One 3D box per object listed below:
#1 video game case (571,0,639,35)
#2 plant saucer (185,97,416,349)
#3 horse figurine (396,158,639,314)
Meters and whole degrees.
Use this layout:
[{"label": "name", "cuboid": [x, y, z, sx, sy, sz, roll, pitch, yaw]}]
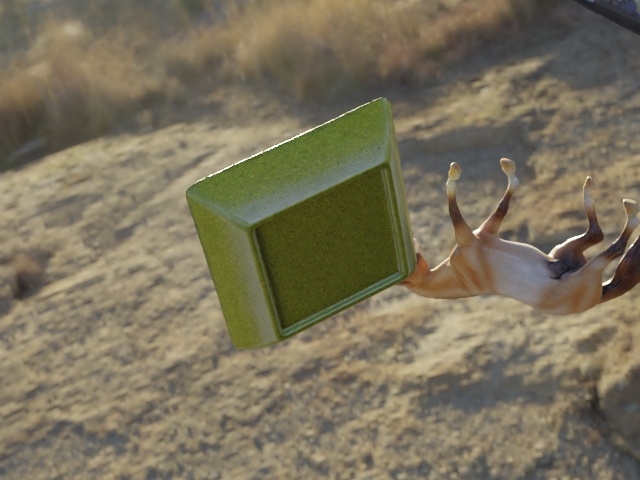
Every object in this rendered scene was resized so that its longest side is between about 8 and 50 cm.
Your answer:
[{"label": "video game case", "cuboid": [0.173, -0.218, 0.584, 0.035, 0.275, 0.248, -16, 30, -15]}, {"label": "plant saucer", "cuboid": [0.000, 0.000, 1.065, 0.188, 0.188, 0.045, -26, 42, -14]}, {"label": "horse figurine", "cuboid": [0.210, 0.011, 1.259, 0.263, 0.175, 0.066, 11, 33, 2]}]
